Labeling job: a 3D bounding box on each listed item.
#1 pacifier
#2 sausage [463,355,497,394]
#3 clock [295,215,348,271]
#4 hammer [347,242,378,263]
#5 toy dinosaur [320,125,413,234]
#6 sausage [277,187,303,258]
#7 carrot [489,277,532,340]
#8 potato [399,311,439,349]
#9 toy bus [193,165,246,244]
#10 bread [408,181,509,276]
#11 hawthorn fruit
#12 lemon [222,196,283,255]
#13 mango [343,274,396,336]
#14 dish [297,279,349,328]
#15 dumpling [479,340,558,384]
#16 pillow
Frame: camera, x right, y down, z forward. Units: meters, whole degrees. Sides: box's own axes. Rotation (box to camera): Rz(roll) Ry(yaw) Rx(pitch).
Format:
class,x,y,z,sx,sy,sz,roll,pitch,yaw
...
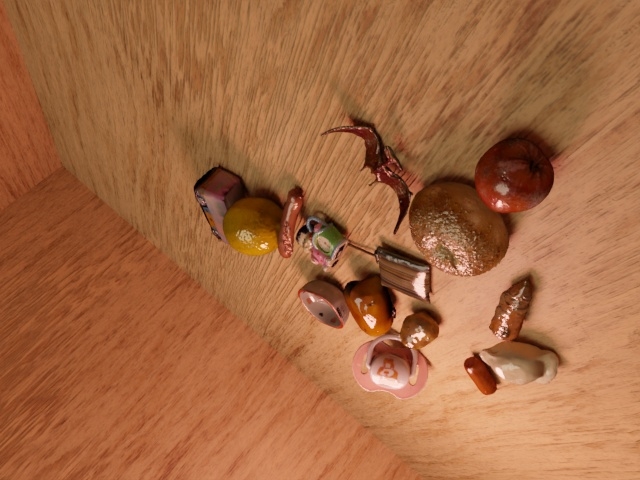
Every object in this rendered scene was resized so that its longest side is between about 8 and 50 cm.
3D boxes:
class,x,y,z,sx,sy,sz,roll,pitch,yaw
pacifier,0.306,0.559,2.347,0.332,0.221,0.273,11,147,8
sausage,0.614,0.520,2.041,0.076,0.076,0.198,2,134,52
clock,0.000,0.000,2.042,0.195,0.100,0.194,41,139,19
hammer,0.114,0.016,2.021,0.292,0.029,0.058,24,146,35
toy dinosaur,0.153,-0.184,1.538,0.206,0.113,0.327,22,142,54
sausage,-0.120,-0.060,2.044,0.078,0.078,0.304,28,120,26
carrot,0.586,0.198,1.606,0.101,0.102,0.263,30,145,23
potato,0.378,0.342,2.042,0.137,0.137,0.176,43,132,-2
toy bus,-0.403,-0.123,2.339,0.162,0.171,0.386,28,151,27
bread,0.370,-0.018,1.479,0.305,0.159,0.306,31,150,20
hawthorn fruit,0.432,-0.141,1.214,0.172,0.173,0.173,32,151,20
lemon,-0.264,-0.058,2.166,0.267,0.267,0.267,32,151,20
mango,0.198,0.262,2.128,0.201,0.152,0.287,30,151,55
dish,0.031,0.270,2.396,0.256,0.117,0.256,31,151,19
dumpling,0.653,0.407,1.766,0.250,0.132,0.162,0,125,32
pillow,0.298,0.125,1.900,0.208,0.052,0.212,21,143,29
